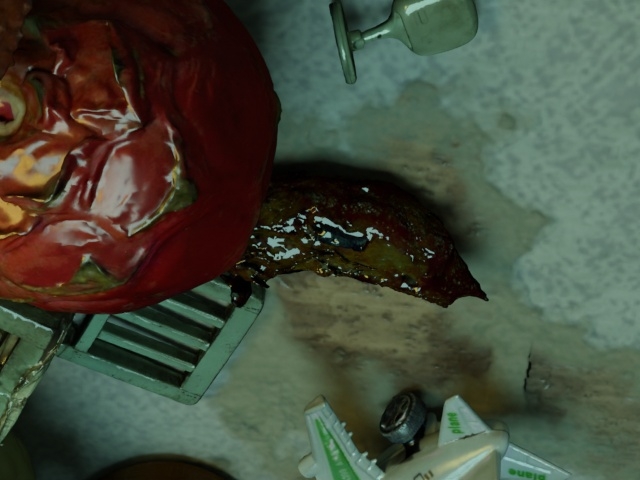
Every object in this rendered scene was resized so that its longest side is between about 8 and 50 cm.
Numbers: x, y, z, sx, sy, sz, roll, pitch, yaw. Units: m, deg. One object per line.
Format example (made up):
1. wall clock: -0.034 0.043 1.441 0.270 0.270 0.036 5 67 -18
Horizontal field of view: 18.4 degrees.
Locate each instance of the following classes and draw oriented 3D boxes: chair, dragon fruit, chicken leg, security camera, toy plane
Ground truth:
1. chair: -0.192 0.065 1.397 0.270 0.147 0.136 27 128 -12
2. dragon fruit: -0.137 -0.064 1.213 0.241 0.241 0.252 7 151 2
3. chicken leg: 0.000 0.000 1.367 0.234 0.063 0.105 1 135 6
4. security camera: 0.054 -0.138 1.260 0.092 0.058 0.058 -14 128 3
5. toy plane: 0.060 0.197 1.502 0.251 0.101 0.255 37 129 -22

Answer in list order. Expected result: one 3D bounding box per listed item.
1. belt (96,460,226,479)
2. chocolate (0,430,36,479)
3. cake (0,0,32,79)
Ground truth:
1. belt: -0.141 0.297 1.610 0.184 0.105 0.261 25 128 -15
2. chocolate: -0.340 0.264 1.434 0.297 0.326 0.314 19 156 13
3. cake: -0.289 -0.129 1.005 0.151 0.177 0.283 -1 156 36
